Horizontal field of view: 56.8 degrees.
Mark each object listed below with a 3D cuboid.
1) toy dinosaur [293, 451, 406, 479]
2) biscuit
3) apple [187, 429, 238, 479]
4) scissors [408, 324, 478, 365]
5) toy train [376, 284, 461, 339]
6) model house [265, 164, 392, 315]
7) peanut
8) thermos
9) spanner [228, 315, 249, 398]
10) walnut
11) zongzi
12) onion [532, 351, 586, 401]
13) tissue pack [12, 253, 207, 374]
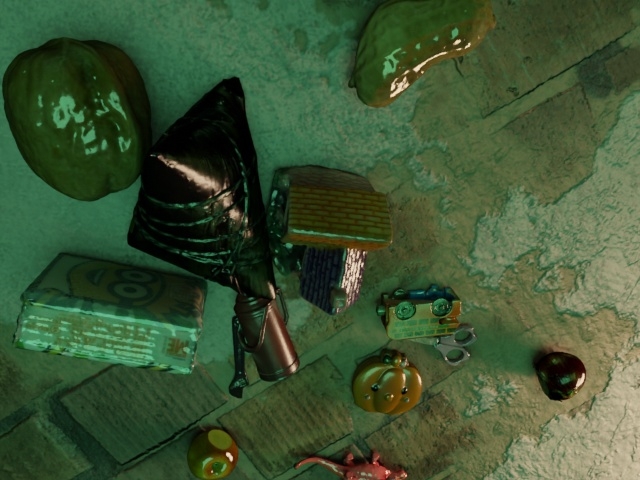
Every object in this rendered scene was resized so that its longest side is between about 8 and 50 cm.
[{"bbox_3d":[0.069,0.584,1.451,0.286,0.070,0.138,4,131,-7],"label":"toy dinosaur"},{"bbox_3d":[0.158,0.332,1.364,0.170,0.050,0.170,-3,110,-8],"label":"biscuit"},{"bbox_3d":[-0.245,0.491,1.341,0.114,0.102,0.099,24,104,-16],"label":"apple"},{"bbox_3d":[0.255,0.229,1.354,0.212,0.021,0.110,12,111,-12],"label":"scissors"},{"bbox_3d":[0.214,0.158,1.298,0.188,0.072,0.099,-6,116,-6],"label":"toy train"},{"bbox_3d":[0.000,0.000,1.121,0.202,0.237,0.236,10,109,-13],"label":"model house"},{"bbox_3d":[0.172,-0.366,1.060,0.291,0.143,0.159,-33,121,3],"label":"peanut"},{"bbox_3d":[-0.119,0.174,1.249,0.124,0.099,0.232,-29,113,-30],"label":"thermos"},{"bbox_3d":[-0.183,0.261,1.313,0.046,0.012,0.208,-1,110,-6],"label":"spanner"},{"bbox_3d":[-0.398,-0.200,1.000,0.227,0.283,0.282,-31,118,-39],"label":"walnut"},{"bbox_3d":[-0.220,-0.073,1.009,0.319,0.362,0.383,15,111,7],"label":"zongzi"},{"bbox_3d":[0.563,0.312,1.384,0.119,0.118,0.117,-30,144,4],"label":"onion"},{"bbox_3d":[-0.379,0.135,1.124,0.311,0.228,0.127,13,107,-11],"label":"tissue pack"}]
